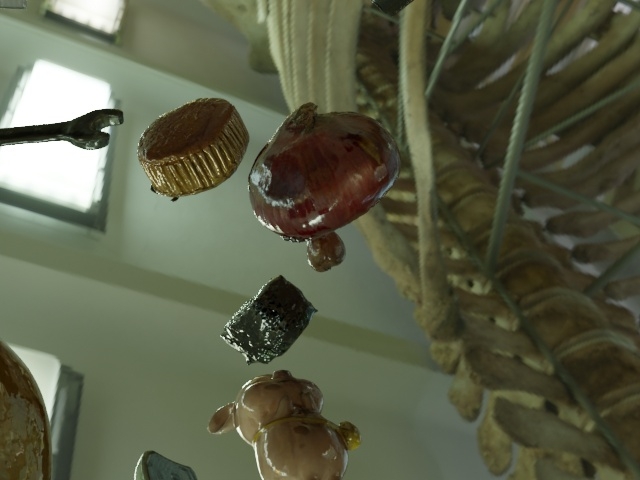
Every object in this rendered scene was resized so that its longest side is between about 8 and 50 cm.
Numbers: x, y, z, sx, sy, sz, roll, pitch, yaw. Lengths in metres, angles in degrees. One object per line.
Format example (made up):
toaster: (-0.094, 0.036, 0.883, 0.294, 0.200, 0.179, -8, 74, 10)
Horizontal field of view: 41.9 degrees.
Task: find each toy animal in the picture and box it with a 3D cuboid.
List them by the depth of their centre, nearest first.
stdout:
toy animal: (-0.042, 0.297, 1.269, 0.165, 0.149, 0.248, 16, -165, -35)

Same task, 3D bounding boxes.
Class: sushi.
sushi: (-0.104, 0.167, 1.678, 0.127, 0.225, 0.124, 43, -130, -4)

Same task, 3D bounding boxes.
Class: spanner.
spanner: (-0.301, -0.089, 0.739, 0.255, 0.015, 0.054, -5, -137, 1)

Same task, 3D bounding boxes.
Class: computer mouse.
computer mouse: (-0.249, 0.396, 1.348, 0.182, 0.056, 0.089, 44, -154, -54)

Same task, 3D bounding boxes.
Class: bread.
bread: (-0.222, -0.167, 1.447, 0.199, 0.104, 0.199, -15, -143, 11)

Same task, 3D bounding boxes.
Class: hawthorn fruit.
hawthorn fruit: (0.000, 0.000, 1.392, 0.103, 0.067, 0.067, 67, -154, -3)

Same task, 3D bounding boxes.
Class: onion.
onion: (-0.002, -0.100, 1.216, 0.161, 0.248, 0.248, 41, -164, -24)

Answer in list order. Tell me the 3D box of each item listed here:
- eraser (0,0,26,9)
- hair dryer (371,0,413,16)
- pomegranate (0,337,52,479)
eraser: (-0.330, -0.255, 0.714, 0.150, 0.103, 0.023, -2, -147, -20)
hair dryer: (0.101, -0.501, 1.140, 0.302, 0.244, 0.116, 52, -157, -4)
pomegranate: (-0.475, 0.254, 0.848, 0.417, 0.416, 0.416, 22, -157, -10)
